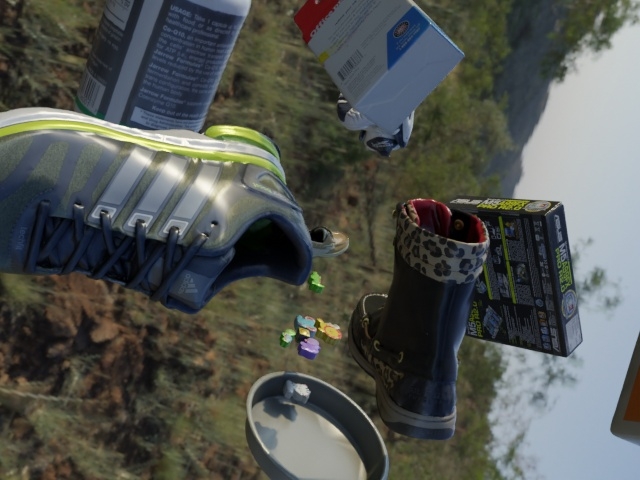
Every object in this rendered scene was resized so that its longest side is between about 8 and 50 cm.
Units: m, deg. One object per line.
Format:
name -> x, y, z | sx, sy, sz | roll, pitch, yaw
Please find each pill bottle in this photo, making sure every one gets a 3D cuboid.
pill bottle -> -0.229, -0.327, 1.212 | 0.361, 0.204, 0.204 | -63, 171, 23

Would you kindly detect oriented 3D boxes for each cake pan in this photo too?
cake pan -> -0.014, 0.362, 1.433 | 0.054, 0.293, 0.293 | -57, 174, 25

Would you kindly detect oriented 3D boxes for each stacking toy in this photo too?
stacking toy -> -0.023, 0.187, 1.543 | 0.221, 0.052, 0.167 | -102, -146, -60

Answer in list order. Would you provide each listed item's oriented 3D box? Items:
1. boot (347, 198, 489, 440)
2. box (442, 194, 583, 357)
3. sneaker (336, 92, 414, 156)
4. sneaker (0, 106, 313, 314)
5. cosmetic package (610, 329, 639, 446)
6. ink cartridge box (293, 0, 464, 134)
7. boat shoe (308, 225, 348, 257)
boot -> 0.137, 0.079, 1.161 | 0.377, 0.138, 0.284 | -100, -162, -71
box -> 0.333, 0.059, 1.388 | 0.060, 0.216, 0.270 | -31, 115, -37
sneaker -> 0.097, -0.190, 1.289 | 0.235, 0.094, 0.153 | -57, 151, -52
sneaker -> -0.123, -0.011, 0.520 | 0.299, 0.121, 0.111 | -9, 138, -39
cosmetic package -> 0.432, 0.078, 0.559 | 0.230, 0.161, 0.453 | -68, -168, -14
ink cartridge box -> 0.065, -0.259, 1.005 | 0.078, 0.231, 0.134 | 27, 115, -42
boat shoe -> 0.000, 0.000, 1.343 | 0.135, 0.050, 0.045 | -12, 132, -43
